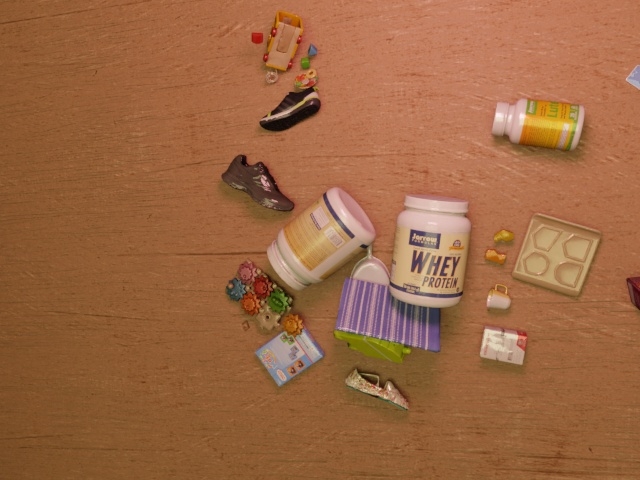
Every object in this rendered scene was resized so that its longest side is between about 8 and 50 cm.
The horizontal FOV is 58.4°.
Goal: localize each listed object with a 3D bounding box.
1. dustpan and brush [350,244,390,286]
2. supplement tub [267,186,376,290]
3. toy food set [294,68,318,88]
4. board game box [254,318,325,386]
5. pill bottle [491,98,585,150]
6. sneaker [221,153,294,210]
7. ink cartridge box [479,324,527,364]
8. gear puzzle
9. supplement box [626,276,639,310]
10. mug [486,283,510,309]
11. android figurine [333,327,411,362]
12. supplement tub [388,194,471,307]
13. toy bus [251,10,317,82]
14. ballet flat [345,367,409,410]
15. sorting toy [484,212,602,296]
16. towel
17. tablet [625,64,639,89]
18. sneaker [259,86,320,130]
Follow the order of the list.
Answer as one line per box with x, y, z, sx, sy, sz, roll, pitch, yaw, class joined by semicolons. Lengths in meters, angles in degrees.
0.170;0.086;1.961;0.147;0.060;0.211;-1;104;5;dustpan and brush
0.000;0.000;1.899;0.316;0.228;0.228;-38;87;17;supplement tub
-0.048;-0.541;1.923;0.083;0.020;0.083;-14;53;7;toy food set
-0.113;0.411;2.087;0.211;0.039;0.160;-37;87;16;board game box
0.647;-0.352;1.718;0.245;0.136;0.136;11;100;14;pill bottle
-0.207;-0.200;1.997;0.286;0.109;0.130;32;98;7;sneaker
0.596;0.340;1.871;0.135;0.056;0.099;10;100;14;ink cartridge box
-0.200;0.233;2.061;0.339;0.044;0.175;40;106;15;gear puzzle
0.978;0.158;1.671;0.104;0.188;0.081;-12;95;17;supplement box
0.582;0.188;1.854;0.064;0.062;0.078;15;108;5;mug
0.174;0.339;1.899;0.272;0.248;0.056;-3;55;49;android figurine
0.347;0.027;1.803;0.235;0.235;0.325;8;100;14;supplement tub
-0.128;-0.658;1.906;0.202;0.191;0.104;-18;49;16;toy bus
0.204;0.515;1.995;0.240;0.091;0.077;20;80;8;ballet flat
0.696;0.030;1.813;0.307;0.041;0.229;18;107;13;sorting toy
0.225;0.239;1.849;0.335;0.243;0.040;12;129;2;towel
0.951;-0.472;1.685;0.083;0.006;0.054;37;105;7;tablet
-0.103;-0.453;1.956;0.234;0.084;0.097;-19;68;16;sneaker
